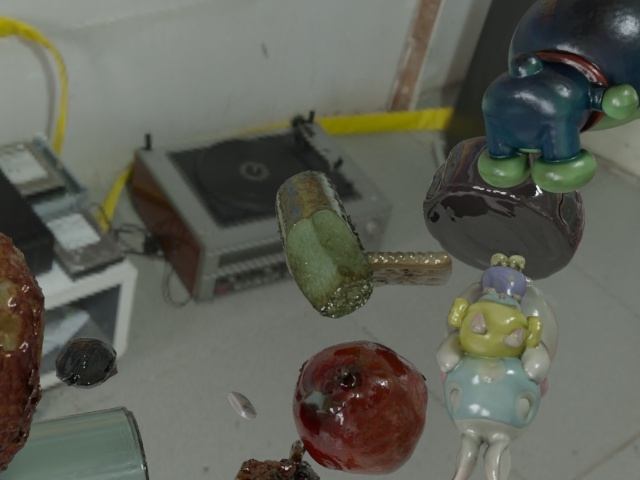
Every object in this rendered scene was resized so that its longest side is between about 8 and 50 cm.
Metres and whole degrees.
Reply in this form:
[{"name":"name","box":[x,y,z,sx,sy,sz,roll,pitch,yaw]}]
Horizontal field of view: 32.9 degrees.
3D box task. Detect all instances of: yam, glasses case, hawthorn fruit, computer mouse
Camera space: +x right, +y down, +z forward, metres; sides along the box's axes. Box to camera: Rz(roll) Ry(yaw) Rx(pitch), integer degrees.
[{"name":"yam","box":[0.000,0.000,1.482,0.106,0.106,0.259,4,27,-14]},{"name":"glasses case","box":[-0.138,0.290,1.913,0.032,0.021,0.083,22,10,-30]},{"name":"hawthorn fruit","box":[0.047,0.208,1.412,0.185,0.202,0.185,-7,60,12]},{"name":"computer mouse","box":[-0.396,0.203,1.854,0.099,0.057,0.172,22,15,0]}]

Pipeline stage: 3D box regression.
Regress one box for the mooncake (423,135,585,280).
[{"name":"mooncake","box":[0.279,-0.046,1.649,0.245,0.245,0.133,19,56,5]}]

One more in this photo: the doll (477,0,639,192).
[{"name":"doll","box":[0.310,-0.200,1.301,0.199,0.186,0.322,6,38,36]}]

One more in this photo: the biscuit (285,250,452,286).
[{"name":"biscuit","box":[0.099,0.059,2.158,0.325,0.217,0.044,1,76,4]}]

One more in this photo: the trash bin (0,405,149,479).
[{"name":"trash bin","box":[-0.369,0.346,1.423,0.263,0.277,0.217,-7,67,-20]}]

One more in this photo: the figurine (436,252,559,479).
[{"name":"figurine","box":[0.180,0.136,1.117,0.127,0.155,0.235,16,34,5]}]

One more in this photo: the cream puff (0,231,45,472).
[{"name":"cream puff","box":[-0.322,0.083,0.827,0.164,0.240,0.240,-14,46,-45]}]

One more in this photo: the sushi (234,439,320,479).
[{"name":"sushi","box":[-0.111,0.477,1.783,0.343,0.196,0.182,-40,103,-36]}]
